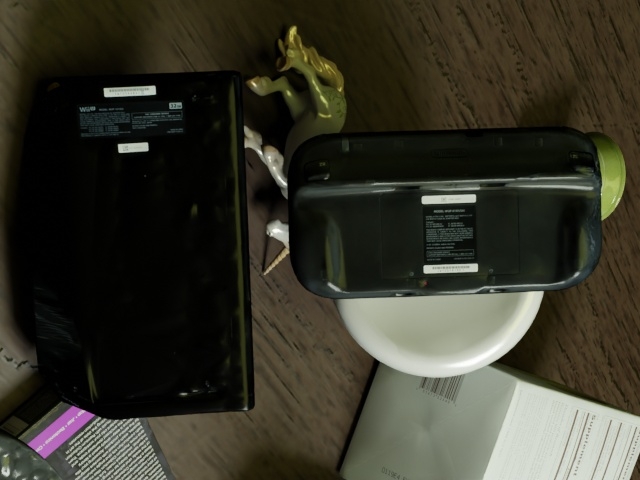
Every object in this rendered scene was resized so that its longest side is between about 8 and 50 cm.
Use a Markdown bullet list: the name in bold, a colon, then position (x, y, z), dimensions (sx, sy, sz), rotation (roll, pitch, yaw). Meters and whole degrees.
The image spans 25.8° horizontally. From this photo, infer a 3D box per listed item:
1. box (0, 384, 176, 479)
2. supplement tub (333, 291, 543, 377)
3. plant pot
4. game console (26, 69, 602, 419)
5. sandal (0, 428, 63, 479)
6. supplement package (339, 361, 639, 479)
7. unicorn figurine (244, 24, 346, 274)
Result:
- **box**: position (-0.159, 0.168, 0.946), dimensions (0.116, 0.029, 0.162), rotation (-41, 129, -29)
- **supplement tub**: position (0.079, 0.020, 1.004), dimensions (0.199, 0.144, 0.144), rotation (11, 97, -89)
- **plant pot**: position (0.212, -0.059, 1.236), dimensions (0.079, 0.083, 0.083), rotation (4, 102, -34)
- **game console**: position (0.000, 0.000, 0.874), dimensions (0.361, 0.044, 0.213), rotation (-2, 102, -5)
- **sandal**: position (-0.221, 0.271, 0.879), dimensions (0.167, 0.107, 0.446), rotation (-40, 143, -32)
- **supplement package**: position (0.157, 0.178, 1.209), dimensions (0.244, 0.139, 0.134), rotation (21, 90, -50)
- **unicorn figurine**: position (-0.017, -0.060, 0.991), dimensions (0.111, 0.060, 0.162), rotation (35, 78, -47)
